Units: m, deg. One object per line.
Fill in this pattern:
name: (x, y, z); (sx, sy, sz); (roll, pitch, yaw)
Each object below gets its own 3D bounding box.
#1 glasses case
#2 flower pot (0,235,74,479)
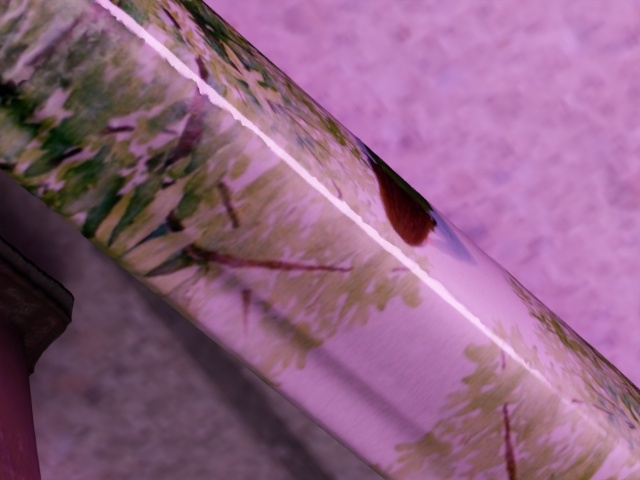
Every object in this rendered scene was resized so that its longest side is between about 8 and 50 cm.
glasses case: (0.000, 0.000, 0.568); (0.062, 0.095, 0.272); (-42, 116, 15)
flower pot: (-0.188, 0.085, 0.547); (0.251, 0.084, 0.179); (-25, 155, 6)
